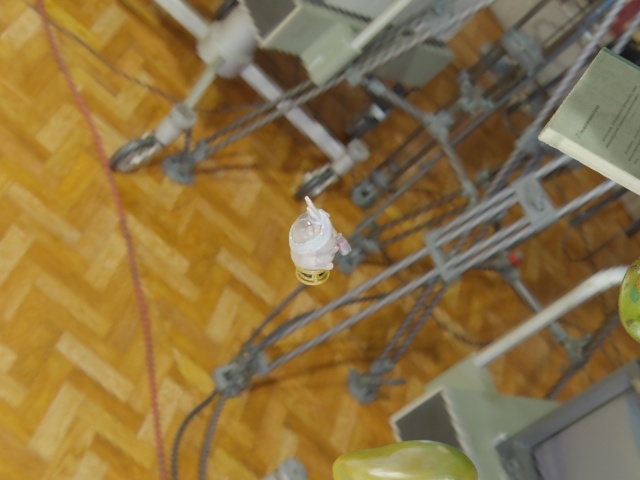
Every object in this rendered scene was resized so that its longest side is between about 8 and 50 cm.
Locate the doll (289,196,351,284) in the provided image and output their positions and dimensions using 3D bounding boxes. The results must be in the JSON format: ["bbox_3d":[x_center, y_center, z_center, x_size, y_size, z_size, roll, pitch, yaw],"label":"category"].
[{"bbox_3d":[0.000,0.000,1.561,0.084,0.127,0.073,8,43,7],"label":"doll"}]

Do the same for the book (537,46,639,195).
[{"bbox_3d":[0.429,-0.116,1.440,0.282,0.025,0.215,32,49,11],"label":"book"}]

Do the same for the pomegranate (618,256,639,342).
[{"bbox_3d":[0.470,0.062,1.594,0.220,0.156,0.156,55,20,-48],"label":"pomegranate"}]

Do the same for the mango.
[{"bbox_3d":[0.115,0.322,1.577,0.191,0.086,0.122,-7,34,-6],"label":"mango"}]
